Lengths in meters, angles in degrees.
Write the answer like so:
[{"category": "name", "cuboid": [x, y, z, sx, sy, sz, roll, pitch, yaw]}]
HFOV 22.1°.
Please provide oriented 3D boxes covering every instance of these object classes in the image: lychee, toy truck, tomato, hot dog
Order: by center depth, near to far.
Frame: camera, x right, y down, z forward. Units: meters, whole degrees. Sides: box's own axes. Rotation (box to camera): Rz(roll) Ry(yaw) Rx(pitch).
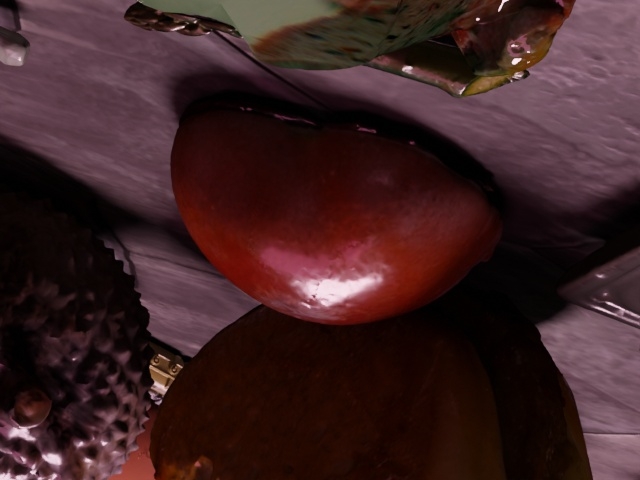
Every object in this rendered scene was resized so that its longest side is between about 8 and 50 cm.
[{"category": "tomato", "cuboid": [0.000, 0.000, 1.084, 0.228, 0.112, 0.199, 12, 162, 26]}, {"category": "hot dog", "cuboid": [0.053, 0.135, 1.230, 0.185, 0.223, 0.405, 34, 164, -34]}, {"category": "lychee", "cuboid": [-0.282, 0.099, 1.330, 0.300, 0.300, 0.300, 17, 161, 6]}, {"category": "toy truck", "cuboid": [-0.171, 0.135, 1.687, 0.123, 0.052, 0.063, 32, 151, -30]}]

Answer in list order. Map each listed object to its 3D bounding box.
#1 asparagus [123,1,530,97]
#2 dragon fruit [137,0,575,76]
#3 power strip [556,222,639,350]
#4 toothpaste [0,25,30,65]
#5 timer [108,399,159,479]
[{"category": "asparagus", "cuboid": [-0.002, -0.111, 0.902, 0.236, 0.027, 0.034, 13, 149, 14]}, {"category": "dragon fruit", "cuboid": [-0.013, -0.166, 0.629, 0.268, 0.130, 0.295, 19, 161, -15]}, {"category": "power strip", "cuboid": [0.301, 0.054, 0.979, 0.251, 0.092, 0.257, 27, 156, -12]}, {"category": "toothpaste", "cuboid": [-0.301, -0.165, 1.016, 0.255, 0.037, 0.067, 22, 166, -1]}, {"category": "timer", "cuboid": [-0.220, 0.256, 1.794, 0.230, 0.229, 0.215, -1, 155, 43]}]
